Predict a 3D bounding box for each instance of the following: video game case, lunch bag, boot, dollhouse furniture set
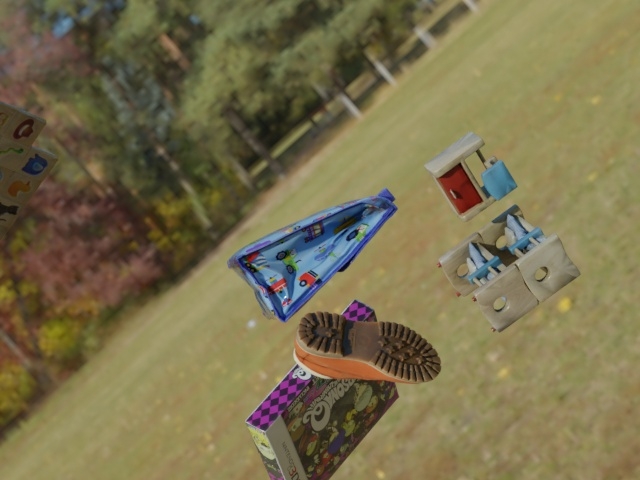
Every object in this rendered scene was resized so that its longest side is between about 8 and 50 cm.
[{"bbox_3d":[0.008,0.226,1.882,0.232,0.042,0.210,-46,-36,-25],"label":"video game case"},{"bbox_3d":[0.000,0.000,2.374,0.293,0.138,0.221,-37,3,-8],"label":"lunch bag"},{"bbox_3d":[0.047,0.123,1.478,0.084,0.158,0.059,111,174,-59],"label":"boot"},{"bbox_3d":[0.200,-0.010,1.709,0.129,0.183,0.129,-36,26,-2],"label":"dollhouse furniture set"}]

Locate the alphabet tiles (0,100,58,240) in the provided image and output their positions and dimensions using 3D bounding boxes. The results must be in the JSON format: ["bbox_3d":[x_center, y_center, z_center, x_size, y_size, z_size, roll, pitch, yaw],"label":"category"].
[{"bbox_3d":[-0.438,-0.075,1.663,0.237,0.198,0.009,-51,39,22],"label":"alphabet tiles"}]
